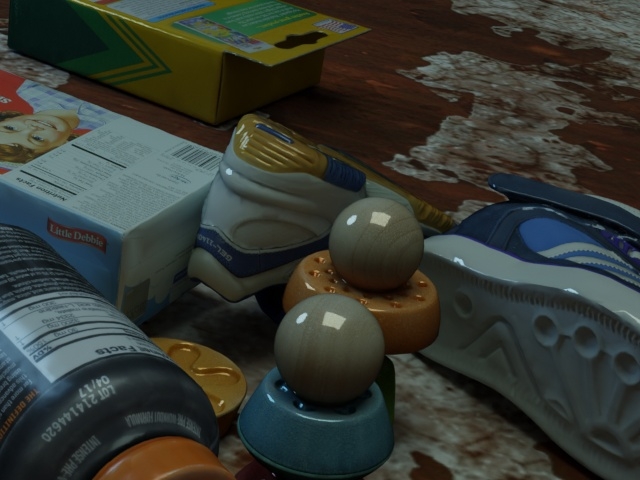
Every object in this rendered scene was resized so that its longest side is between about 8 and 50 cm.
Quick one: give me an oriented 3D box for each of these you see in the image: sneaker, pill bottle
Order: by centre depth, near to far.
[{"bbox_3d":[-0.143,0.096,0.777,0.130,0.130,0.246,-10,32,-36],"label":"pill bottle"},{"bbox_3d":[0.229,0.051,1.007,0.236,0.130,0.323,-17,30,-37],"label":"sneaker"},{"bbox_3d":[0.000,0.000,1.060,0.112,0.131,0.296,32,7,33],"label":"sneaker"}]

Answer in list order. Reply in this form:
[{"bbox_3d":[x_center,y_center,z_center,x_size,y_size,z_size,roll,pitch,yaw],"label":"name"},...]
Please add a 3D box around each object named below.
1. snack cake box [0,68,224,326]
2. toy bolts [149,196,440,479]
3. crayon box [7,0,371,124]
[{"bbox_3d":[-0.208,-0.038,1.024,0.264,0.089,0.152,22,32,22],"label":"snack cake box"},{"bbox_3d":[-0.028,0.068,0.844,0.218,0.158,0.228,7,25,-7],"label":"toy bolts"},{"bbox_3d":[-0.138,-0.211,1.486,0.323,0.083,0.203,21,27,25],"label":"crayon box"}]
